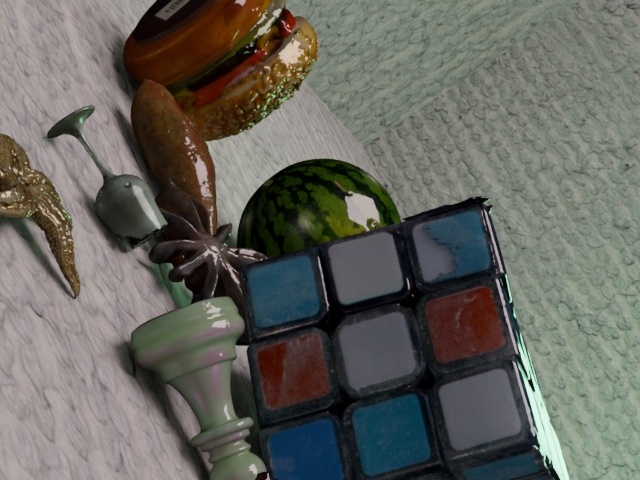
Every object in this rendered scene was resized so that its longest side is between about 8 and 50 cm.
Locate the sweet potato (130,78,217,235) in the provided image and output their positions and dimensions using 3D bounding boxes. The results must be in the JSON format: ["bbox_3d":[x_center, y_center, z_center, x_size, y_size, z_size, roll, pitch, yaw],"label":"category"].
[{"bbox_3d":[-0.215,-0.098,2.064,0.109,0.109,0.385,37,26,-60],"label":"sweet potato"}]

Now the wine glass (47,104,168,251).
[{"bbox_3d":[-0.285,-0.082,1.765,0.195,0.079,0.079,56,11,3],"label":"wine glass"}]

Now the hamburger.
[{"bbox_3d":[-0.175,-0.334,2.337,0.250,0.330,0.330,50,13,-27],"label":"hamburger"}]

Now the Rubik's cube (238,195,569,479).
[{"bbox_3d":[0.113,0.203,1.735,0.362,0.363,0.359,60,15,-63],"label":"Rubik's cube"}]

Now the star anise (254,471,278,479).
[{"bbox_3d":[-0.046,0.350,1.432,0.220,0.126,0.190,86,7,-65],"label":"star anise"}]

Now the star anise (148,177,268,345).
[{"bbox_3d":[-0.160,0.040,1.873,0.257,0.110,0.198,42,32,-8],"label":"star anise"}]

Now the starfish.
[{"bbox_3d":[-0.354,-0.059,1.514,0.277,0.062,0.236,49,7,-17],"label":"starfish"}]

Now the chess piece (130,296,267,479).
[{"bbox_3d":[-0.125,0.214,1.564,0.139,0.139,0.272,12,58,-75],"label":"chess piece"}]

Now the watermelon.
[{"bbox_3d":[0.000,0.000,2.224,0.285,0.285,0.285,54,11,-16],"label":"watermelon"}]
